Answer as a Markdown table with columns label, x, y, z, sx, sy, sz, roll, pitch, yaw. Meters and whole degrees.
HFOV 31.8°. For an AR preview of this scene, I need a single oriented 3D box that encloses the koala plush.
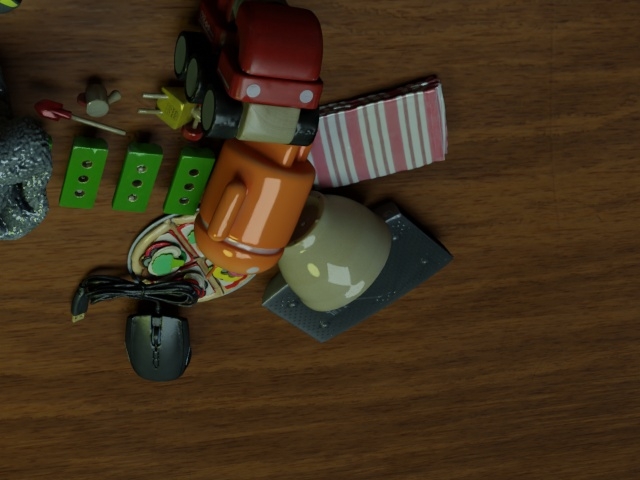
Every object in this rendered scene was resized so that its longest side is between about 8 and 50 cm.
| label | x | y | z | sx | sy | sz | roll | pitch | yaw |
| --- | --- | --- | --- | --- | --- | --- | --- | --- | --- |
| koala plush | -0.430 | -0.068 | 1.231 | 0.221 | 0.196 | 0.203 | -21 | 146 | -28 |

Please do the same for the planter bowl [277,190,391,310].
| label | x | y | z | sx | sy | sz | roll | pitch | yaw |
| --- | --- | --- | --- | --- | --- | --- | --- | --- | --- |
| planter bowl | 0.000 | 0.000 | 1.532 | 0.162 | 0.162 | 0.109 | -34 | 126 | 20 |

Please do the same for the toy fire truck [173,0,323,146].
| label | x | y | z | sx | sy | sz | roll | pitch | yaw |
| --- | --- | --- | --- | --- | --- | --- | --- | --- | --- |
| toy fire truck | -0.042 | -0.248 | 1.198 | 0.158 | 0.217 | 0.246 | 4 | 121 | -22 |

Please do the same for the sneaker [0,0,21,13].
| label | x | y | z | sx | sy | sz | roll | pitch | yaw |
| --- | --- | --- | --- | --- | --- | --- | --- | --- | --- |
| sneaker | -0.428 | -0.304 | 1.087 | 0.300 | 0.111 | 0.121 | 28 | 133 | -34 |

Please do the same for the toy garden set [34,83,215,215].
| label | x | y | z | sx | sy | sz | roll | pitch | yaw |
| --- | --- | --- | --- | --- | --- | --- | --- | --- | --- |
| toy garden set | -0.252 | -0.123 | 1.383 | 0.244 | 0.049 | 0.204 | 4 | 138 | -22 |

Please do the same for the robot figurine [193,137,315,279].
| label | x | y | z | sx | sy | sz | roll | pitch | yaw |
| --- | --- | --- | --- | --- | --- | --- | --- | --- | --- |
| robot figurine | -0.084 | -0.050 | 1.436 | 0.128 | 0.158 | 0.219 | 16 | 111 | -21 |

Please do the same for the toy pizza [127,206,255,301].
| label | x | y | z | sx | sy | sz | roll | pitch | yaw |
| --- | --- | --- | --- | --- | --- | --- | --- | --- | --- |
| toy pizza | -0.172 | 0.029 | 1.593 | 0.201 | 0.032 | 0.201 | -9 | 140 | -8 |

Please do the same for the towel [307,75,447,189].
| label | x | y | z | sx | sy | sz | roll | pitch | yaw |
| --- | --- | --- | --- | --- | --- | --- | --- | --- | --- |
| towel | 0.070 | -0.139 | 1.491 | 0.197 | 0.029 | 0.144 | -14 | 140 | 0 |

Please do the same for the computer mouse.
| label | x | y | z | sx | sy | sz | roll | pitch | yaw |
| --- | --- | --- | --- | --- | --- | --- | --- | --- | --- |
| computer mouse | -0.277 | 0.143 | 1.652 | 0.184 | 0.060 | 0.262 | 7 | 143 | -8 |

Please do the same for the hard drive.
| label | x | y | z | sx | sy | sz | roll | pitch | yaw |
| --- | --- | --- | --- | --- | --- | --- | --- | --- | --- |
| hard drive | 0.052 | 0.047 | 1.673 | 0.255 | 0.054 | 0.172 | -34 | 137 | 20 |
